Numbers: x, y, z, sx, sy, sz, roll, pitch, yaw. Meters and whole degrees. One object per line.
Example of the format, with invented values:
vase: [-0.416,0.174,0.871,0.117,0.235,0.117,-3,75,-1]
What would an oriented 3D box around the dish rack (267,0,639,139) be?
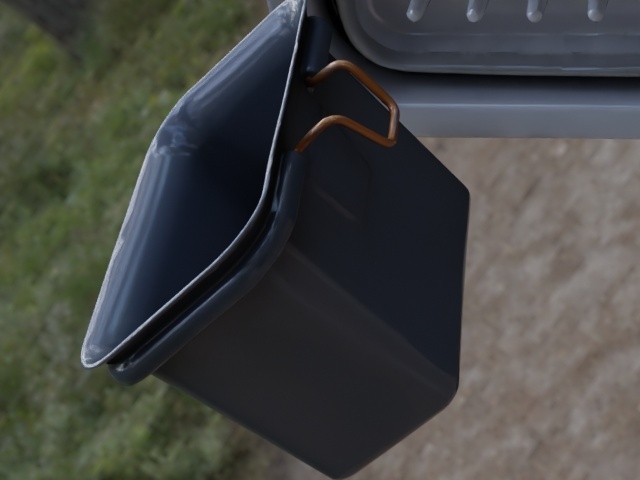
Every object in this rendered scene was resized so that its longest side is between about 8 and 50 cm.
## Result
dish rack: [0.135,-0.170,0.662,0.072,0.332,0.286,-73,-21,-49]

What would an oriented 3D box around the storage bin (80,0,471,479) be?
storage bin: [0.000,0.000,0.550,0.098,0.091,0.135,-40,24,31]
